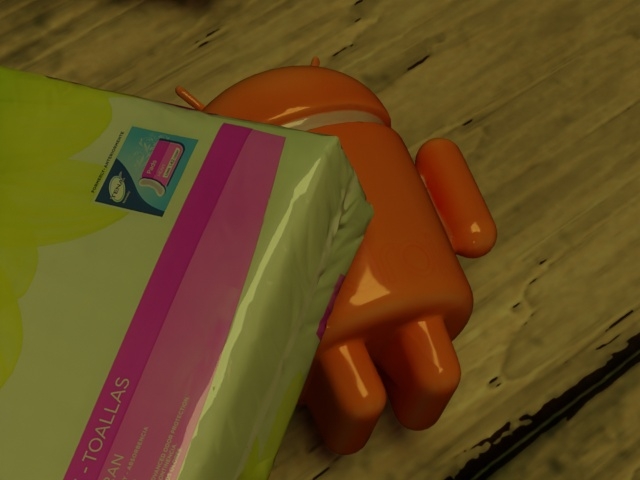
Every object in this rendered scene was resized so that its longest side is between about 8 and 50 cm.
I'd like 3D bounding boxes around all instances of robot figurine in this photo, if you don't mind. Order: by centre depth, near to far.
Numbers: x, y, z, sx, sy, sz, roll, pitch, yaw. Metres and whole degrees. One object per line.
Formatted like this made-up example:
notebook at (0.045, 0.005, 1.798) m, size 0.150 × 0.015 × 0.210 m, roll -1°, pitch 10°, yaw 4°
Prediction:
robot figurine at (0.002, 0.000, 0.974) m, size 0.158 × 0.128 × 0.219 m, roll -32°, pitch 68°, yaw 19°

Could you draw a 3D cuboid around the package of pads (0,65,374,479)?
package of pads at (-0.135, 0.069, 0.851) m, size 0.229 × 0.101 × 0.297 m, roll 13°, pitch 68°, yaw 22°
